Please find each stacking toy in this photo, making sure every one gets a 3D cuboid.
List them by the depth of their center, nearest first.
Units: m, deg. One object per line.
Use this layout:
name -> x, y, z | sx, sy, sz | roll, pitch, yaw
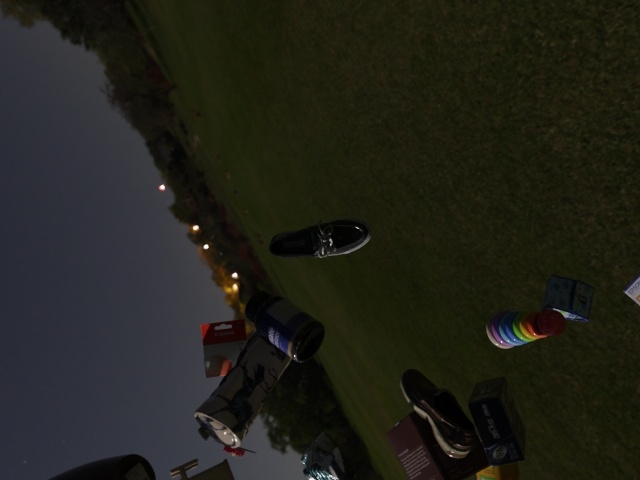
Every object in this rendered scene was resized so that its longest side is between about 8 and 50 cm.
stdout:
stacking toy -> 0.722, 0.299, 1.846 | 0.141, 0.141, 0.330 | 63, 162, 7

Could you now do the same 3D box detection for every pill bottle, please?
pill bottle -> -0.103, 0.230, 1.462 | 0.219, 0.123, 0.122 | 29, 154, 33
pill bottle -> 0.579, 0.736, 1.744 | 0.136, 0.136, 0.245 | -162, 60, -82

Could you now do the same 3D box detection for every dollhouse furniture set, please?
dollhouse furniture set -> -0.357, 0.787, 1.651 | 0.212, 0.161, 0.242 | 62, 155, 22

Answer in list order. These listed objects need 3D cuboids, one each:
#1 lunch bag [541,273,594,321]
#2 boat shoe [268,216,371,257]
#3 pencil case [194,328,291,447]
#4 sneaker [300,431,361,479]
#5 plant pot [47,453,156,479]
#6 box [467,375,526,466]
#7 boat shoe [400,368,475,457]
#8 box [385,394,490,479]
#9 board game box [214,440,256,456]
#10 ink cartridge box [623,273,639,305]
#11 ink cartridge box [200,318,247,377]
lunch bag -> 0.863, 0.203, 1.839 | 0.151, 0.128, 0.096 | 16, 161, 14
boat shoe -> -0.001, -0.004, 1.549 | 0.105, 0.307, 0.113 | -65, -29, -83
pencil case -> -0.214, 0.415, 1.601 | 0.160, 0.410, 0.183 | 40, 146, -9
sneaker -> 0.021, 0.654, 1.506 | 0.110, 0.122, 0.283 | 56, 165, -5
plant pot -> -0.498, 0.594, 1.215 | 0.215, 0.230, 0.215 | 49, -163, -20
box -> 0.418, 0.420, 1.244 | 0.180, 0.078, 0.147 | -5, -106, -68
boat shoe -> 0.288, 0.391, 1.278 | 0.257, 0.095, 0.095 | 50, 132, 48
box -> 0.321, 0.569, 1.451 | 0.203, 0.167, 0.168 | 62, 147, 27
board game box -> -0.327, 0.796, 1.997 | 0.169, 0.033, 0.133 | 27, 157, -27
ink cartridge box -> 0.833, 0.120, 1.167 | 0.224, 0.045, 0.223 | 57, 143, 34
ink cartridge box -> -0.303, 0.347, 1.693 | 0.045, 0.146, 0.179 | -117, 23, -65
